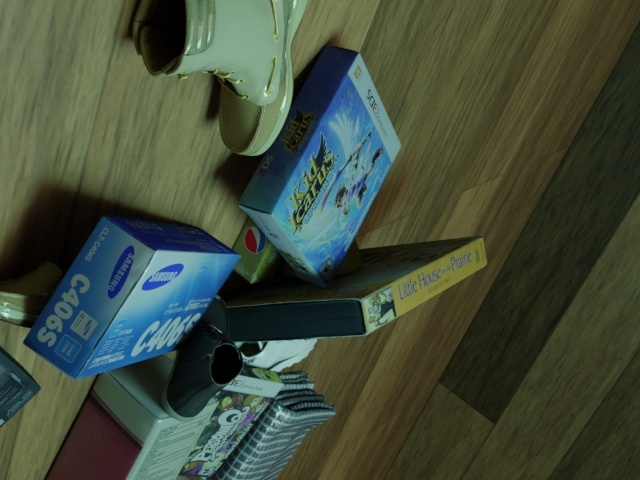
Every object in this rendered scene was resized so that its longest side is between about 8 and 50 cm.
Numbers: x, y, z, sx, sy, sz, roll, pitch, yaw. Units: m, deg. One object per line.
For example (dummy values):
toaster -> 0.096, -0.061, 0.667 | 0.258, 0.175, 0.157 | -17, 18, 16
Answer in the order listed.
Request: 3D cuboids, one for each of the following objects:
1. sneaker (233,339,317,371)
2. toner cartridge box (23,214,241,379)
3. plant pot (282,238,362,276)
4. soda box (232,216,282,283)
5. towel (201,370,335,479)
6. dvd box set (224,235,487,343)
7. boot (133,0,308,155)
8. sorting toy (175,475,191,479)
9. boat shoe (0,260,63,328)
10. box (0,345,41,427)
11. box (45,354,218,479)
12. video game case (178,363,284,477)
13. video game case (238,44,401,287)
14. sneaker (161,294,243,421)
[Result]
sneaker -> -0.081, 0.177, 1.586 | 0.235, 0.090, 0.094 | -36, 142, -40
toner cartridge box -> -0.211, 0.064, 1.067 | 0.165, 0.075, 0.348 | -58, 171, 4
plant pot -> 0.000, 0.000, 1.452 | 0.134, 0.134, 0.095 | -20, 109, -54
soda box -> -0.073, -0.025, 1.336 | 0.061, 0.058, 0.181 | -7, 129, -60
towel -> -0.107, 0.404, 1.805 | 0.235, 0.121, 0.284 | -56, 158, 8
dvd box set -> 0.057, 0.077, 1.465 | 0.420, 0.308, 0.062 | -21, 101, -54
boot -> -0.115, -0.194, 0.963 | 0.203, 0.095, 0.261 | -29, 145, -47
sorting toy -> -0.331, 0.549, 1.674 | 0.229, 0.041, 0.307 | -49, 157, -12
boat shoe -> -0.319, 0.056, 0.977 | 0.190, 0.068, 0.072 | 33, 80, -79
box -> -0.436, 0.195, 0.936 | 0.232, 0.059, 0.183 | -46, 157, -17
box -> -0.285, 0.306, 1.305 | 0.232, 0.127, 0.149 | -61, 156, 15
video game case -> -0.200, 0.304, 1.484 | 0.210, 0.042, 0.232 | 24, 108, -49
video game case -> 0.011, -0.100, 1.265 | 0.269, 0.061, 0.244 | -63, 150, -16
sneaker -> -0.149, 0.147, 1.256 | 0.118, 0.083, 0.222 | -37, -149, 35
